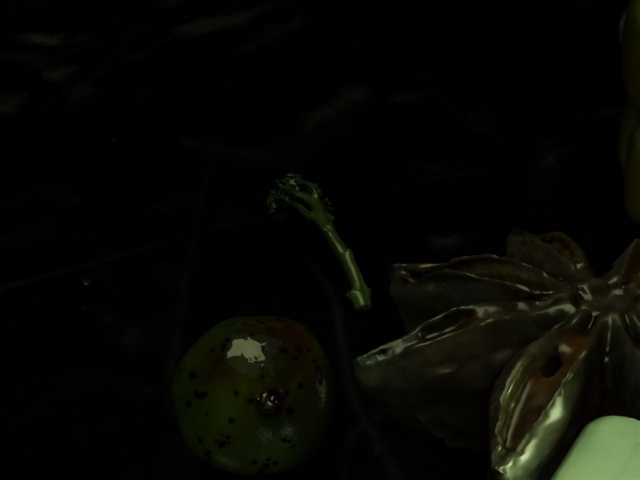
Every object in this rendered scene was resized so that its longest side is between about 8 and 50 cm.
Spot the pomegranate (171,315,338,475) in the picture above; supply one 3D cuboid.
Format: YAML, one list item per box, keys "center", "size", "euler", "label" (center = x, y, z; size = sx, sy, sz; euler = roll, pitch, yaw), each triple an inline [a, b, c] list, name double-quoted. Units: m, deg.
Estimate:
- center: [-0.048, 0.104, 1.199]
  size: [0.114, 0.114, 0.142]
  euler: [-19, 7, -15]
  label: "pomegranate"

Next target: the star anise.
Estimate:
- center: [0.181, 0.085, 1.140]
  size: [0.331, 0.118, 0.332]
  euler: [-1, 24, 1]
  label: "star anise"

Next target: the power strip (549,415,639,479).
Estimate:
- center: [0.181, 0.243, 0.878]
  size: [0.229, 0.141, 0.261]
  euler: [28, 39, 14]
  label: "power strip"

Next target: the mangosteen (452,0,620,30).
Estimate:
- center: [0.243, -0.351, 1.681]
  size: [0.347, 0.307, 0.307]
  euler: [6, 27, -17]
  label: "mangosteen"

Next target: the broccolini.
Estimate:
- center: [-0.002, -0.007, 1.408]
  size: [0.054, 0.052, 0.194]
  euler: [-19, 32, -7]
  label: "broccolini"

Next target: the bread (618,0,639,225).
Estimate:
- center: [0.327, -0.163, 1.298]
  size: [0.210, 0.341, 0.300]
  euler: [15, 43, 23]
  label: "bread"
